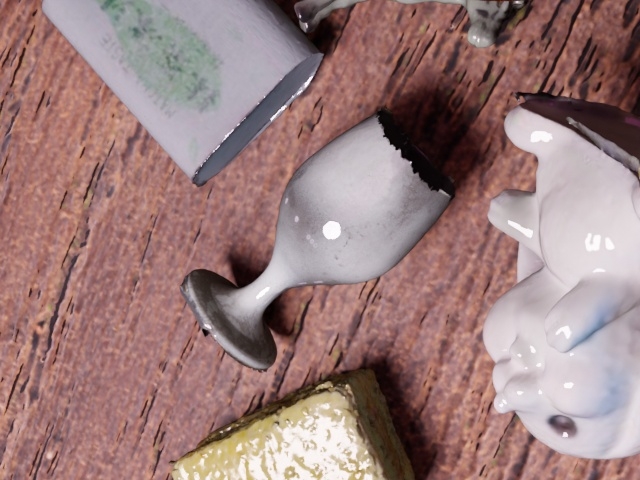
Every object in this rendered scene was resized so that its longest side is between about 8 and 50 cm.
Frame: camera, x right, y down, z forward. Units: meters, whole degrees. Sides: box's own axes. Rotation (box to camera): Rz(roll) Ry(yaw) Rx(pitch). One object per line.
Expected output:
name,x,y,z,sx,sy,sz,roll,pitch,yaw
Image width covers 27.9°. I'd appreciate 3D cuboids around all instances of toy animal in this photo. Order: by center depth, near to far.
toy animal,0.231,0.026,1.037,0.289,0.174,0.249,-63,36,40
toy animal,0.043,-0.245,1.129,0.170,0.090,0.255,-43,90,-5

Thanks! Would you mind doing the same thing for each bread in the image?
bread,-0.021,0.211,1.170,0.196,0.102,0.138,-29,82,19

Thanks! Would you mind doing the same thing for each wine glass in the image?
wine glass,0.000,0.000,1.140,0.241,0.126,0.126,-40,82,18

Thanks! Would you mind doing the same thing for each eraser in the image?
eraser,-0.130,-0.190,1.190,0.174,0.081,0.227,-44,82,15
